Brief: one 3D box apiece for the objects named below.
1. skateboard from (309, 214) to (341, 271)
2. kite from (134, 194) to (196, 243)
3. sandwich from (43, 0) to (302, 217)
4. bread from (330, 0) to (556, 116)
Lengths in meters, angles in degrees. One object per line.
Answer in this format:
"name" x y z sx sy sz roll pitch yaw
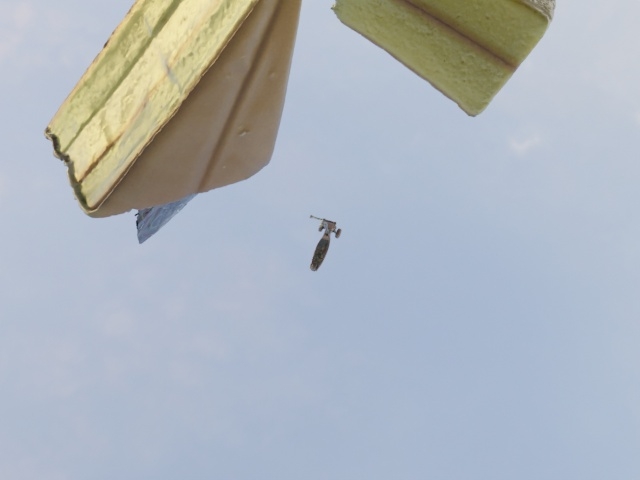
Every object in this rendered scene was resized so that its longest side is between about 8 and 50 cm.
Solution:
"skateboard" 0.000 0.000 1.058 0.032 0.083 0.064 21 -102 9
"kite" -0.207 -0.076 1.194 0.015 0.285 0.152 45 -102 6
"sandwich" -0.104 -0.128 0.592 0.144 0.187 0.117 -15 -131 -27
"bread" 0.225 -0.440 1.653 0.361 0.233 0.245 32 -146 -6
